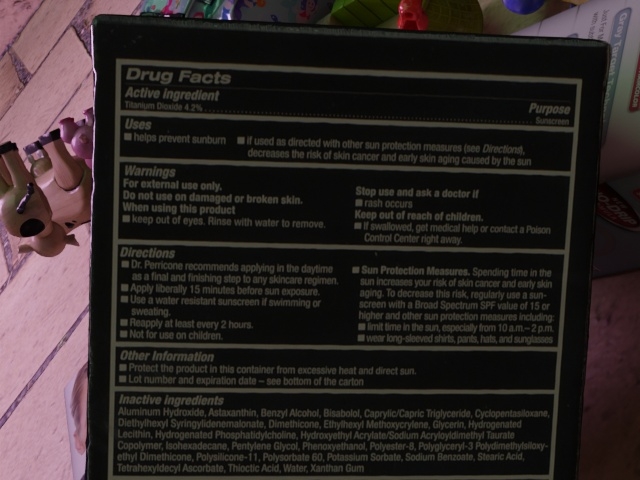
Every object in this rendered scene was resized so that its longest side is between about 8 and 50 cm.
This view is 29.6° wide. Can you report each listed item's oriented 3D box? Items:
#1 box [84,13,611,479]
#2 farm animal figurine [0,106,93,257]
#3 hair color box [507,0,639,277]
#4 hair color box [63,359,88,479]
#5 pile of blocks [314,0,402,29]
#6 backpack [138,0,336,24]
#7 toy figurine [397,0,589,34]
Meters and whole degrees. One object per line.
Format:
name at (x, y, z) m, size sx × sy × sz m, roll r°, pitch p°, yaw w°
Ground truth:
box at (0.005, 0.015, 0.759) m, size 0.183 × 0.296 × 0.294 m, roll -131°, pitch 44°, yaw -78°
farm animal figurine at (-0.315, -0.066, 1.587) m, size 0.330 × 0.172 × 0.326 m, roll -28°, pitch 9°, yaw -39°
hair color box at (0.173, -0.067, 0.953) m, size 0.374 × 0.113 × 0.185 m, roll -17°, pitch 47°, yaw 49°
hair color box at (-0.147, 0.203, 1.160) m, size 0.174 × 0.105 × 0.347 m, roll -48°, pitch 29°, yaw 12°
pile of blocks at (0.022, -0.190, 1.306) m, size 0.149 × 0.112 × 0.362 m, roll 9°, pitch 68°, yaw 59°
backpack at (-0.069, -0.291, 1.430) m, size 0.191 × 0.225 × 0.254 m, roll 5°, pitch 66°, yaw 41°
toy figurine at (0.188, -0.224, 1.075) m, size 0.362 × 0.217 × 0.191 m, roll 87°, pitch -165°, yaw -62°
